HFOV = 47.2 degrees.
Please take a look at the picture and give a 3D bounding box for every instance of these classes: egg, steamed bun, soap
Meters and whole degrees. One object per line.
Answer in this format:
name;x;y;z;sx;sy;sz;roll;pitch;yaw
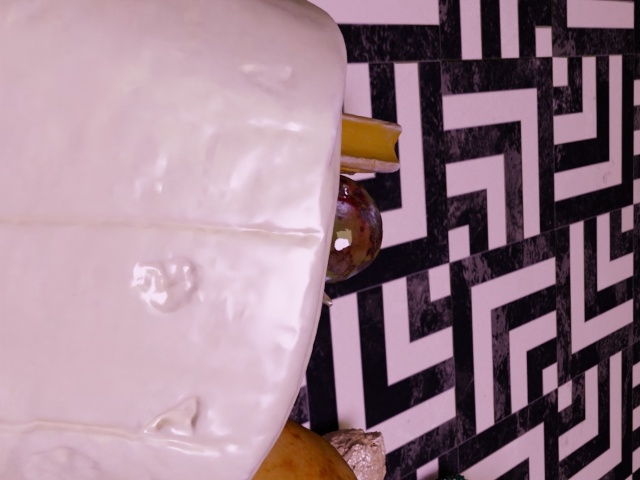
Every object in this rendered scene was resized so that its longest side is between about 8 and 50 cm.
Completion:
egg;0.033;0.326;1.029;0.116;0.118;0.140;46;55;-17
steamed bun;-0.200;-0.015;0.605;0.371;0.290;0.456;12;97;-19
soap;-0.026;-0.123;0.904;0.232;0.140;0.073;1;95;-42

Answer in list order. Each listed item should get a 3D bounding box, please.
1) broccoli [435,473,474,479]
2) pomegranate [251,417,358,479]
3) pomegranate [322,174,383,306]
broccoli;0.259;0.506;1.155;0.297;0.297;0.297;34;37;-30
pomegranate;-0.082;0.321;0.805;0.307;0.307;0.307;-6;99;-41
pomegranate;-0.003;-0.001;0.912;0.148;0.148;0.169;18;113;-42
